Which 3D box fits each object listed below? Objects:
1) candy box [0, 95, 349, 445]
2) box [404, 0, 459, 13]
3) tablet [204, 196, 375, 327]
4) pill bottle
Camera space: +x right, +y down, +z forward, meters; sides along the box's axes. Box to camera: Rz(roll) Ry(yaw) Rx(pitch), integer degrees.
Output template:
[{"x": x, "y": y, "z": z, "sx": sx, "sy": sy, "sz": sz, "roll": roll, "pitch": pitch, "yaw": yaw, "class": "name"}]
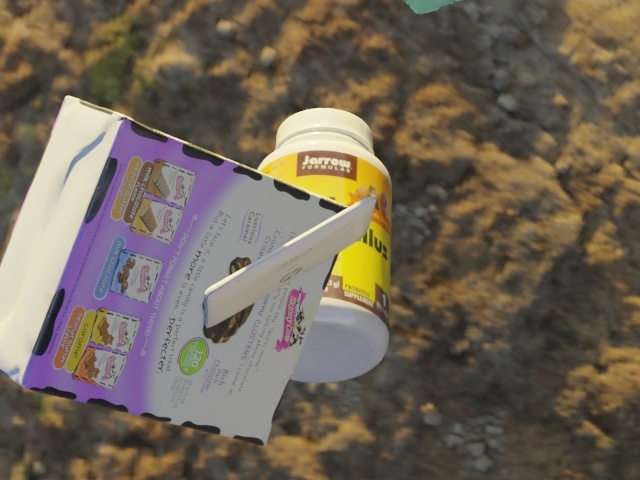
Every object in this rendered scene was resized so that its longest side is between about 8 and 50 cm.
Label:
[{"x": -0.092, "y": 0.024, "z": 1.024, "sx": 0.070, "sy": 0.196, "sz": 0.164, "roll": 22, "pitch": 91, "yaw": 47, "class": "candy box"}, {"x": 0.075, "y": -0.272, "z": 1.033, "sx": 0.101, "sy": 0.060, "sz": 0.244, "roll": -14, "pitch": 77, "yaw": 17, "class": "box"}, {"x": -0.014, "y": 0.010, "z": 0.720, "sx": 0.083, "sy": 0.054, "sz": 0.006, "roll": -30, "pitch": 77, "yaw": -12, "class": "tablet"}, {"x": 0.000, "y": 0.000, "z": 1.375, "sx": 0.117, "sy": 0.117, "sz": 0.215, "roll": -17, "pitch": 52, "yaw": 26, "class": "pill bottle"}]
